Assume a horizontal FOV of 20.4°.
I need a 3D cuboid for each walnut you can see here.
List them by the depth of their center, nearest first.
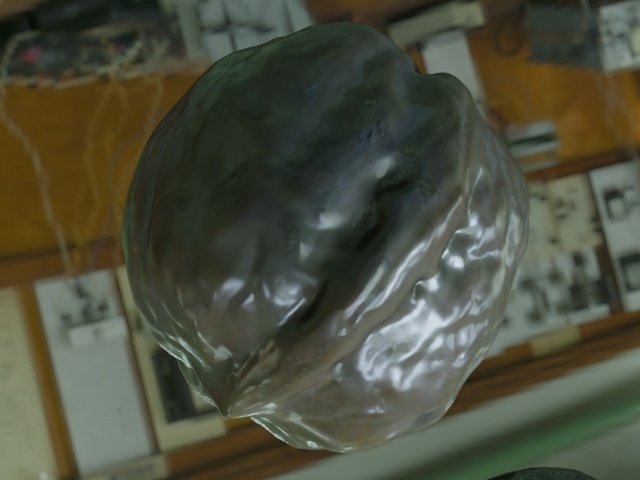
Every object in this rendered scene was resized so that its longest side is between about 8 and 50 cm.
[{"bbox_3d":[0.000,0.000,0.936,0.224,0.224,0.224,-14,178,-1],"label":"walnut"}]

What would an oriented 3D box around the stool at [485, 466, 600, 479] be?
[{"bbox_3d":[0.116,0.198,0.347,0.226,0.310,0.310,-26,-178,39],"label":"stool"}]
